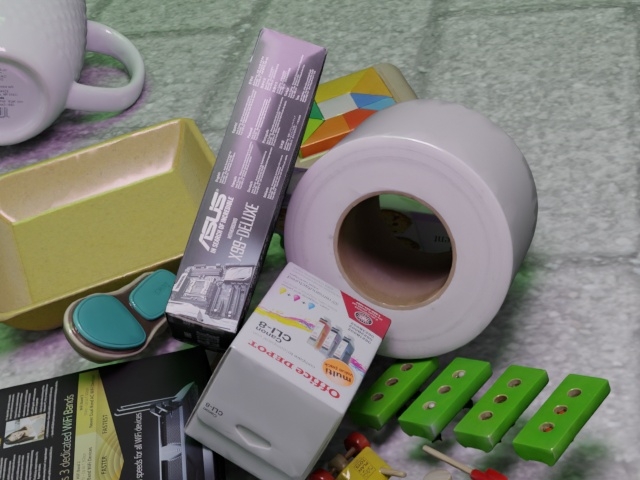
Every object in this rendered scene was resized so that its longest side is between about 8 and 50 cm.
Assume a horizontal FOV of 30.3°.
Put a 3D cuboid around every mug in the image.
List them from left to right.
[{"bbox_3d":[-0.459,-0.300,1.865,0.374,0.276,0.328,11,36,-21],"label":"mug"}]

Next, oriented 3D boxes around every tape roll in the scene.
[{"bbox_3d":[0.101,-0.016,1.273,0.246,0.246,0.169,2,20,18],"label":"tape roll"}]

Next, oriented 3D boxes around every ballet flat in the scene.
[{"bbox_3d":[-0.227,0.098,1.320,0.086,0.086,0.248,3,10,20],"label":"ballet flat"}]

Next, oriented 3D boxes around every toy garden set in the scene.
[{"bbox_3d":[0.126,0.196,1.136,0.244,0.049,0.204,4,34,44],"label":"toy garden set"}]

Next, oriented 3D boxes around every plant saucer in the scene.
[{"bbox_3d":[-0.278,-0.014,1.549,0.333,0.081,0.333,-19,36,-11],"label":"plant saucer"}]

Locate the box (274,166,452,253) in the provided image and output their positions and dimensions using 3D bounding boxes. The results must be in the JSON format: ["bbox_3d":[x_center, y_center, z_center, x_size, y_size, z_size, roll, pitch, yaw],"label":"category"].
[{"bbox_3d":[0.085,-0.031,1.424,0.324,0.067,0.063,9,37,4],"label":"box"}]

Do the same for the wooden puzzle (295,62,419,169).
[{"bbox_3d":[0.030,-0.186,1.725,0.239,0.044,0.221,-16,36,-6],"label":"wooden puzzle"}]

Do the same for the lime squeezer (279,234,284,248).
[{"bbox_3d":[0.000,0.000,1.490,0.110,0.058,0.310,13,29,-21],"label":"lime squeezer"}]

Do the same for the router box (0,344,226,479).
[{"bbox_3d":[-0.216,0.252,1.168,0.243,0.081,0.309,-11,36,0],"label":"router box"}]

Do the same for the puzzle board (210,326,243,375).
[{"bbox_3d":[-0.058,0.138,1.340,0.128,0.011,0.096,6,38,22],"label":"puzzle board"}]

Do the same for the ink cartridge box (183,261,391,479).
[{"bbox_3d":[-0.030,0.135,1.176,0.128,0.127,0.176,30,33,2],"label":"ink cartridge box"}]

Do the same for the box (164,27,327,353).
[{"bbox_3d":[-0.080,-0.039,1.263,0.077,0.242,0.307,18,79,-1],"label":"box"}]
